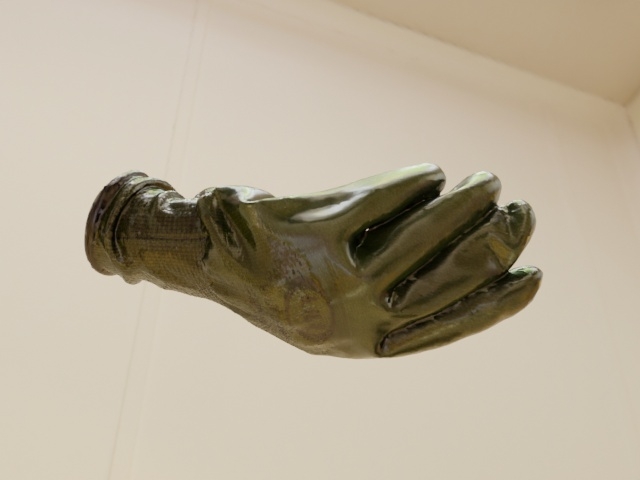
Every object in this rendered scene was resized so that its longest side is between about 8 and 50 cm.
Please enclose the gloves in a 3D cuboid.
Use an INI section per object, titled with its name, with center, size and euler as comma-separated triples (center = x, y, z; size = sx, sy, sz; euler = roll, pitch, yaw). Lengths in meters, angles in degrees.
[gloves]
center = -0.006, 0.012, 0.510
size = 0.268, 0.135, 0.107
euler = 1, -116, 11
